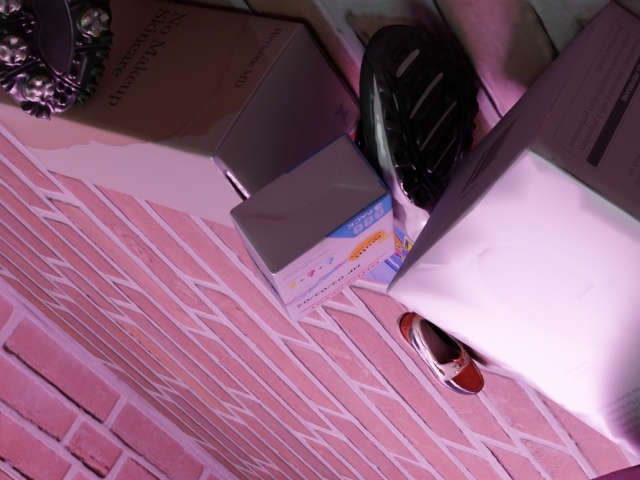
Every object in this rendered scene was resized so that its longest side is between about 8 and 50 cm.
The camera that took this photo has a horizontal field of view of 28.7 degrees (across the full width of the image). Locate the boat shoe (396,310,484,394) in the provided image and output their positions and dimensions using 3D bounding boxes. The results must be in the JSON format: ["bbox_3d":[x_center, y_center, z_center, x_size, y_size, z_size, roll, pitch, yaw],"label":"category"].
[{"bbox_3d":[0.142,0.129,1.416,0.137,0.049,0.043,45,156,-20],"label":"boat shoe"}]

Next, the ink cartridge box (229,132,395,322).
[{"bbox_3d":[0.000,0.000,0.963,0.062,0.104,0.181,54,174,17],"label":"ink cartridge box"}]

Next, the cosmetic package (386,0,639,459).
[{"bbox_3d":[0.201,0.006,0.813,0.224,0.138,0.224,35,150,-3],"label":"cosmetic package"}]

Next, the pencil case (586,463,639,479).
[{"bbox_3d":[0.326,0.185,0.793,0.386,0.160,0.167,-21,160,20],"label":"pencil case"}]

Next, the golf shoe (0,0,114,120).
[{"bbox_3d":[-0.240,-0.231,0.983,0.120,0.105,0.273,41,148,52],"label":"golf shoe"}]

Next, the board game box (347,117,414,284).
[{"bbox_3d":[0.044,-0.032,1.196,0.145,0.027,0.281,19,157,39],"label":"board game box"}]

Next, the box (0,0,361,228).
[{"bbox_3d":[-0.135,-0.118,1.087,0.311,0.148,0.121,15,155,38],"label":"box"}]

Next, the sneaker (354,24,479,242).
[{"bbox_3d":[0.062,-0.071,0.964,0.108,0.100,0.271,30,162,25],"label":"sneaker"}]
